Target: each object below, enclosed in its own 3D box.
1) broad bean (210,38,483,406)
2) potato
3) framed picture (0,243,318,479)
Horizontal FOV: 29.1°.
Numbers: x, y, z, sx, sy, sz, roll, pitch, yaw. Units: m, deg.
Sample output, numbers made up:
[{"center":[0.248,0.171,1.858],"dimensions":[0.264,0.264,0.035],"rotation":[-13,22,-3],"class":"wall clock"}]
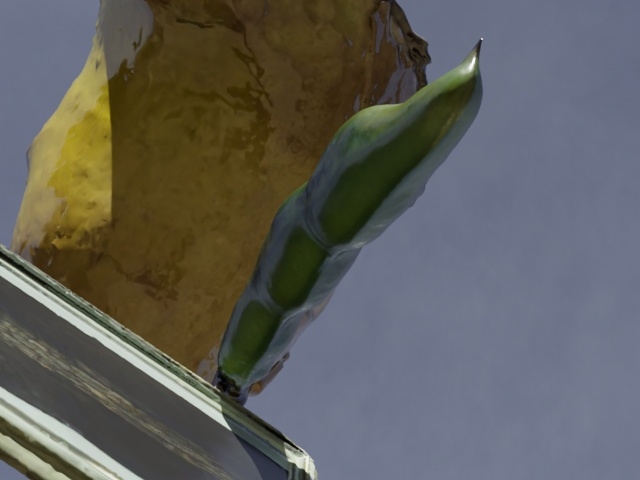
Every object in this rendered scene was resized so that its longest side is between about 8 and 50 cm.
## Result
[{"center":[0.000,-0.001,0.581],"dimensions":[0.043,0.060,0.297],"rotation":[15,-35,-16],"class":"broad bean"},{"center":[-0.099,-0.024,0.896],"dimensions":[0.289,0.296,0.397],"rotation":[27,-38,10],"class":"potato"},{"center":[-0.119,0.053,0.545],"dimensions":[0.293,0.231,0.018],"rotation":[34,-85,-4],"class":"framed picture"}]
